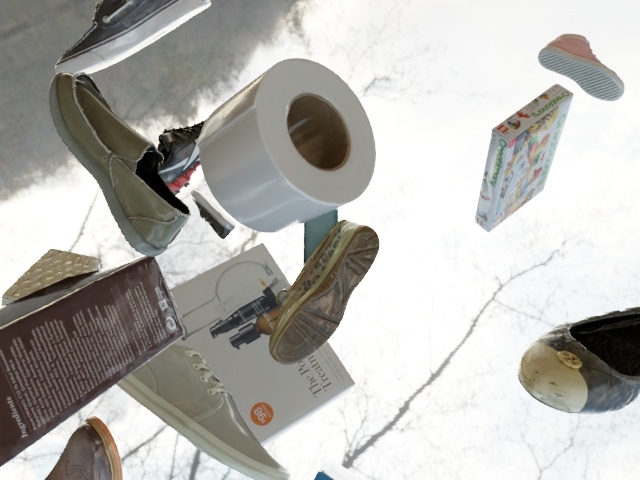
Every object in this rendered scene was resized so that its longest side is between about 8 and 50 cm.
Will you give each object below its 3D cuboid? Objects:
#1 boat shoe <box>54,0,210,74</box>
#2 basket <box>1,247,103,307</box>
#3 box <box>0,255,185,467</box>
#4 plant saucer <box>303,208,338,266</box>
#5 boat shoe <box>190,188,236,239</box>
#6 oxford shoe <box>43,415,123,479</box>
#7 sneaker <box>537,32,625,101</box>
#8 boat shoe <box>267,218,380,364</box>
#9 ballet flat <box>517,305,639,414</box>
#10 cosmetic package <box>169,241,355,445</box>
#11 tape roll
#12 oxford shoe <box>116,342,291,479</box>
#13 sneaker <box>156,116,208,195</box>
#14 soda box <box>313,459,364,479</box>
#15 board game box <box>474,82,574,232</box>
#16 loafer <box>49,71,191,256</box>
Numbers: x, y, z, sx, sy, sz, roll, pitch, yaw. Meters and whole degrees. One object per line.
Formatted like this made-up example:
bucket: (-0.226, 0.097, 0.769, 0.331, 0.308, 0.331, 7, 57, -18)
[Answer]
boat shoe: (-0.344, -0.383, 1.138, 0.301, 0.102, 0.108, -28, -165, 8)
basket: (-0.442, 0.098, 1.093, 0.113, 0.103, 0.167, 12, -150, 4)
box: (-0.367, 0.149, 0.820, 0.191, 0.143, 0.381, -14, -168, 25)
plant saucer: (0.000, 0.000, 1.201, 0.067, 0.018, 0.192, 5, -115, -11)
boat shoe: (-0.229, -0.056, 1.347, 0.142, 0.049, 0.040, 42, -80, 32)
oxford shoe: (-0.428, 0.452, 1.079, 0.130, 0.363, 0.133, 33, -157, 31)
sneaker: (0.395, -0.262, 0.963, 0.134, 0.051, 0.070, 35, -120, 16)
boat shoe: (-0.003, 0.090, 1.161, 0.089, 0.104, 0.285, 24, -107, 49)
ballet flat: (0.178, 0.055, 0.371, 0.173, 0.049, 0.057, -10, -134, -29)
cosmetic package: (-0.149, 0.227, 1.385, 0.284, 0.377, 0.097, -29, 161, -19)
tape roll: (-0.052, -0.149, 1.067, 0.169, 0.246, 0.246, -22, -161, 47)
oxford shoe: (-0.226, 0.271, 1.149, 0.449, 0.169, 0.130, 32, -109, 18)
sneaker: (-0.321, -0.241, 1.620, 0.276, 0.135, 0.097, -43, -134, -3)
soda box: (0.078, 0.304, 0.641, 0.210, 0.071, 0.067, 27, -94, 15)
board game box: (0.431, -0.169, 1.411, 0.193, 0.305, 0.053, -36, -121, -18)
loafer: (-0.238, -0.105, 0.806, 0.087, 0.251, 0.094, -30, -176, 16)
